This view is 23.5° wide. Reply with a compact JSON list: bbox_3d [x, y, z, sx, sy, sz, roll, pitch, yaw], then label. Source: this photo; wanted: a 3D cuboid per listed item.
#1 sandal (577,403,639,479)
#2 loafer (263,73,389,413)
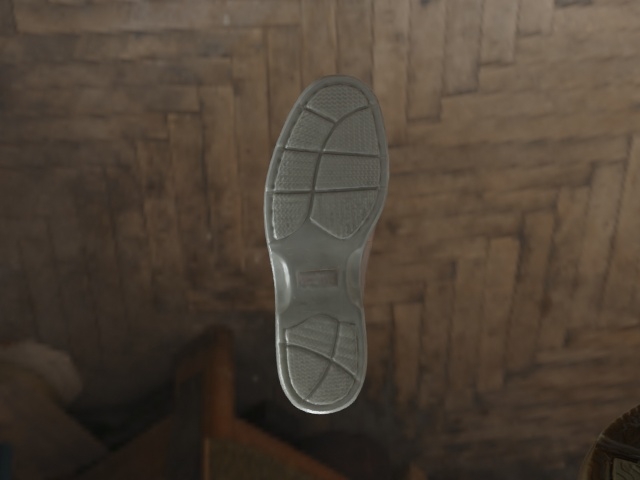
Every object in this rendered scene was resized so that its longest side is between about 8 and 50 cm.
[{"bbox_3d":[0.160,0.089,0.411,0.219,0.090,0.060,4,141,-28],"label":"sandal"},{"bbox_3d":[0.000,0.000,0.576,0.045,0.039,0.125,3,98,-4],"label":"loafer"}]
